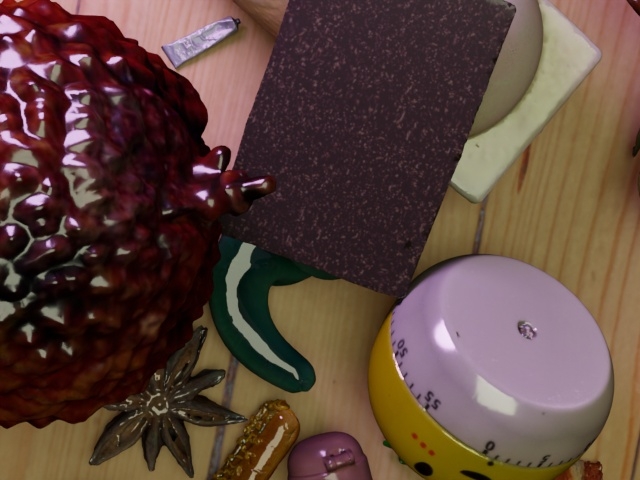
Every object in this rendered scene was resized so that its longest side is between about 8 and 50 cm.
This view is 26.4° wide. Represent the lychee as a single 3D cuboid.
[{"bbox_3d":[-0.277,-0.026,1.334,0.500,0.424,0.424,1,90,17],"label":"lychee"}]

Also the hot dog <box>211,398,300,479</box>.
[{"bbox_3d":[-0.080,0.252,1.533,0.045,0.071,0.165,36,85,-20],"label":"hot dog"}]

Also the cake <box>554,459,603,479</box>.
[{"bbox_3d":[0.239,0.364,1.543,0.158,0.159,0.262,17,86,-6],"label":"cake"}]

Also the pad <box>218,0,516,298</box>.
[{"bbox_3d":[0.040,-0.121,1.390,0.220,0.004,0.330,21,107,0],"label":"pad"}]

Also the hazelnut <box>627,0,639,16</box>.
[{"bbox_3d":[0.532,-0.379,1.493,0.402,0.402,0.429,25,78,-9],"label":"hazelnut"}]

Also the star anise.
[{"bbox_3d":[-0.183,0.182,1.521,0.195,0.065,0.182,-42,101,-11],"label":"star anise"}]

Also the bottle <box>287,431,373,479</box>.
[{"bbox_3d":[0.031,0.340,1.530,0.120,0.120,0.253,-15,91,-9],"label":"bottle"}]

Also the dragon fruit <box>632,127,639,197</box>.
[{"bbox_3d":[0.469,-0.081,1.560,0.224,0.224,0.227,17,92,-9],"label":"dragon fruit"}]

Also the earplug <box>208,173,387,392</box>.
[{"bbox_3d":[-0.005,0.002,1.498,0.164,0.280,0.257,30,47,-33],"label":"earplug"}]

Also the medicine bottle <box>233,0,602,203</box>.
[{"bbox_3d":[0.090,-0.251,1.473,0.406,0.236,0.235,41,84,-7],"label":"medicine bottle"}]

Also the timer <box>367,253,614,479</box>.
[{"bbox_3d":[0.164,0.177,1.511,0.285,0.285,0.285,0,90,-9],"label":"timer"}]

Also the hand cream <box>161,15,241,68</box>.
[{"bbox_3d":[-0.133,-0.229,1.548,0.093,0.019,0.030,-29,93,-6],"label":"hand cream"}]
